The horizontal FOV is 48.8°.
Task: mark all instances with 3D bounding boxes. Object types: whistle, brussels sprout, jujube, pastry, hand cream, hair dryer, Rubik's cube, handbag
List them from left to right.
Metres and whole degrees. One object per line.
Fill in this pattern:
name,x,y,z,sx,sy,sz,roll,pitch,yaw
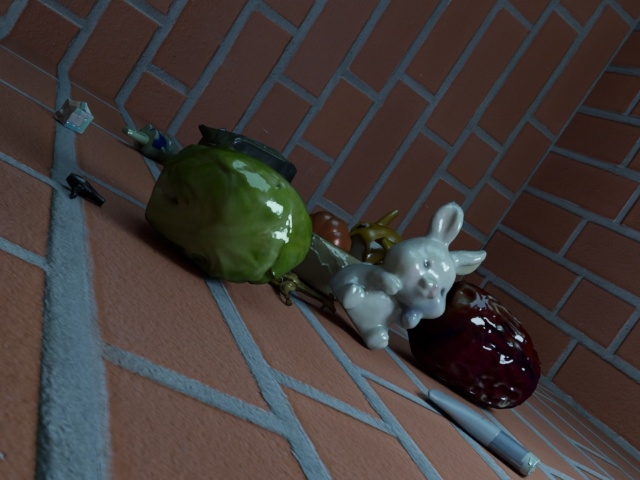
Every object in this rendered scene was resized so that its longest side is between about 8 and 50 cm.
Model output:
Rubik's cube,-0.656,-0.339,1.887,0.073,0.084,0.075,43,-7,36
hair dryer,-0.427,-0.081,1.264,0.079,0.031,0.083,41,16,-20
whistle,-0.544,-0.317,2.291,0.110,0.092,0.244,42,8,34
brussels sprout,-0.167,-0.046,1.351,0.327,0.247,0.328,23,-7,3
handbag,-0.276,-0.225,2.237,0.340,0.247,0.240,18,14,-49
pastry,0.009,0.065,1.939,0.264,0.133,0.265,33,4,-3
jujube,0.391,0.267,1.801,0.376,0.258,0.258,37,3,-22
hand cream,0.328,0.386,1.446,0.255,0.048,0.079,34,-1,28

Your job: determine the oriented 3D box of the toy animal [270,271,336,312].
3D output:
toy animal,-0.063,0.104,1.611,0.149,0.054,0.275,39,6,29

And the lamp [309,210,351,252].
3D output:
lamp,0.000,0.000,2.213,0.187,0.188,0.164,36,2,22

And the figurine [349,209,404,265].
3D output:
figurine,0.245,0.098,2.380,0.400,0.268,0.387,14,31,-42

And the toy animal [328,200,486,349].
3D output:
toy animal,0.202,0.075,1.655,0.196,0.367,0.241,56,11,-26
